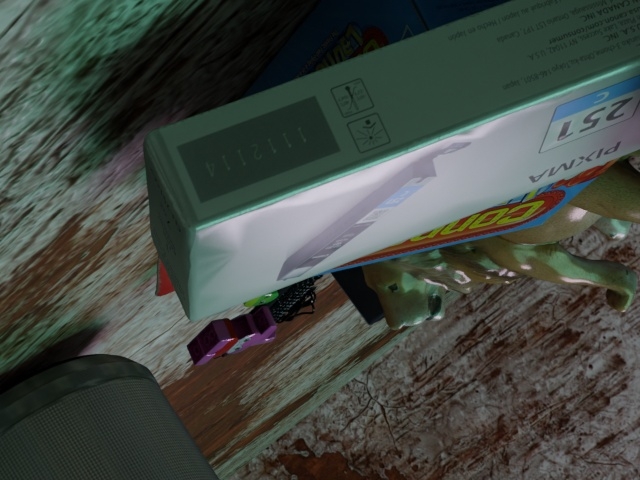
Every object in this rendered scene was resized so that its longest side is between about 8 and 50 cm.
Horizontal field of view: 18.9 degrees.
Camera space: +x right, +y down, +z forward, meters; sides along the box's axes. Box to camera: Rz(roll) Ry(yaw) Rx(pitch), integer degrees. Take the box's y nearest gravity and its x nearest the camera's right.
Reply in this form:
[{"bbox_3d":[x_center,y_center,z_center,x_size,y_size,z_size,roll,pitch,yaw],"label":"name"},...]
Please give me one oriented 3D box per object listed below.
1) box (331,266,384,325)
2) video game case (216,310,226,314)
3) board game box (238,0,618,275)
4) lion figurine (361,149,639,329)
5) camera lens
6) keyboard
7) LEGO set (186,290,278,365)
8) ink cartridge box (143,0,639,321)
[{"bbox_3d":[0.115,-0.002,2.124,0.158,0.093,0.156,-40,172,35],"label":"box"},{"bbox_3d":[-0.065,0.034,1.844,0.122,0.011,0.087,-39,173,18],"label":"video game case"},{"bbox_3d":[0.099,-0.091,1.242,0.308,0.086,0.302,-12,159,-35],"label":"board game box"},{"bbox_3d":[0.187,-0.039,1.526,0.240,0.142,0.392,16,150,-19],"label":"lion figurine"},{"bbox_3d":[-0.177,0.247,1.557,0.219,0.274,0.219,-30,158,-13],"label":"camera lens"},{"bbox_3d":[-0.042,0.082,2.143,0.100,0.038,0.192,-30,171,-41],"label":"keyboard"},{"bbox_3d":[-0.028,0.004,1.520,0.093,0.087,0.227,-10,158,-38],"label":"LEGO set"},{"bbox_3d":[0.051,-0.035,1.085,0.296,0.066,0.261,-21,162,-11],"label":"ink cartridge box"}]
